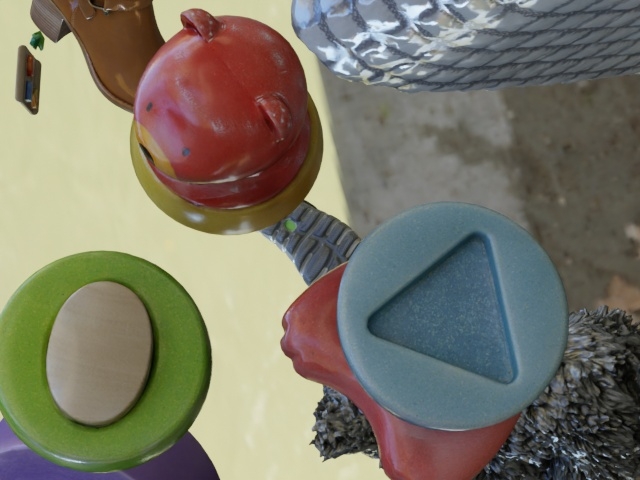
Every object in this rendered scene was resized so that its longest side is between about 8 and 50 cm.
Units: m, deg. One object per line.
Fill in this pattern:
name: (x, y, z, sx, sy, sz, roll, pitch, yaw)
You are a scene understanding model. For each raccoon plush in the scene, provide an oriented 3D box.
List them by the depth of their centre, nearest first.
raccoon plush: (0.189, 0.105, 1.443, 0.446, 0.299, 0.216, -51, 29, 43)

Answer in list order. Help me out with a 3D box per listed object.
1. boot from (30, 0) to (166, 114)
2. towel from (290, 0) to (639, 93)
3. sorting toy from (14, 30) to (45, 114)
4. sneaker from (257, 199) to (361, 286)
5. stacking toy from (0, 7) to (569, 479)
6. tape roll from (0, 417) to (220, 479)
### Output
boot: (-0.163, -0.198, 1.304, 0.197, 0.073, 0.152, 34, 140, -1)
towel: (0.148, -0.154, 0.558, 0.235, 0.283, 0.121, -25, 79, 48)
sorting toy: (-0.282, -0.169, 1.465, 0.062, 0.012, 0.083, 56, -144, -80)
sneaker: (0.000, 0.000, 1.821, 0.228, 0.132, 0.086, 42, 98, 18)
stacking toy: (-0.031, 0.040, 0.847, 0.309, 0.279, 0.130, 39, 165, 6)
tape roll: (-0.169, 0.204, 1.090, 0.189, 0.080, 0.189, 6, 119, 11)
